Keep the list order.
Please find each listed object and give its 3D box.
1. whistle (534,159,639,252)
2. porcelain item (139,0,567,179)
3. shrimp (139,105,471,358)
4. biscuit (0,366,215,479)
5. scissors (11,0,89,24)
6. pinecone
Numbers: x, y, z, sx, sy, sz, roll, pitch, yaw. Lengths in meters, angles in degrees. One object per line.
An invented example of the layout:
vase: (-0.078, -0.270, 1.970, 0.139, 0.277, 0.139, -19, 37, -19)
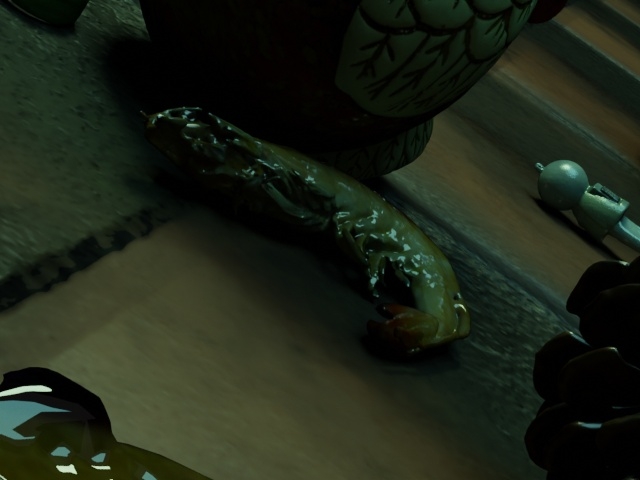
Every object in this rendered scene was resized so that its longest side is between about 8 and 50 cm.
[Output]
whistle: (0.186, -0.022, 0.989, 0.100, 0.035, 0.035, 37, 20, 8)
porcelain item: (0.039, -0.150, 0.756, 0.253, 0.253, 0.253, 30, 20, -12)
shrimp: (-0.001, 0.001, 0.651, 0.178, 0.034, 0.124, 25, 28, -38)
biscuit: (-0.040, 0.126, 0.231, 0.296, 0.075, 0.296, 26, 18, -9)
scissors: (-0.182, -0.182, 0.787, 0.101, 0.027, 0.204, 26, 24, -32)
pinecone: (0.149, 0.089, 0.514, 0.163, 0.163, 0.165, 32, 38, -9)
